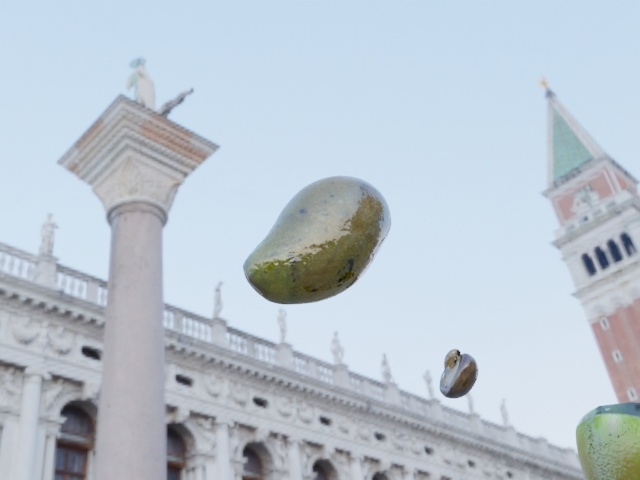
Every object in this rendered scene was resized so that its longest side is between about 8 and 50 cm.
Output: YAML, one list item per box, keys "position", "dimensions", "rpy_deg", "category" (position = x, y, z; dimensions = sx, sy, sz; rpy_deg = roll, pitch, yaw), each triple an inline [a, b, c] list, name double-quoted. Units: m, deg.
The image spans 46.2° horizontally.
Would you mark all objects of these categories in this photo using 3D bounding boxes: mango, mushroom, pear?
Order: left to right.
- position: [0.008, 0.001, 1.322]
  dimensions: [0.177, 0.329, 0.175]
  rpy_deg: [14, -54, 21]
  category: "mango"
- position: [0.330, 0.328, 1.823]
  dimensions: [0.087, 0.127, 0.127]
  rpy_deg: [28, -42, -1]
  category: "mushroom"
- position: [0.700, 0.520, 1.536]
  dimensions: [0.399, 0.165, 0.398]
  rpy_deg: [24, -33, 17]
  category: "pear"
